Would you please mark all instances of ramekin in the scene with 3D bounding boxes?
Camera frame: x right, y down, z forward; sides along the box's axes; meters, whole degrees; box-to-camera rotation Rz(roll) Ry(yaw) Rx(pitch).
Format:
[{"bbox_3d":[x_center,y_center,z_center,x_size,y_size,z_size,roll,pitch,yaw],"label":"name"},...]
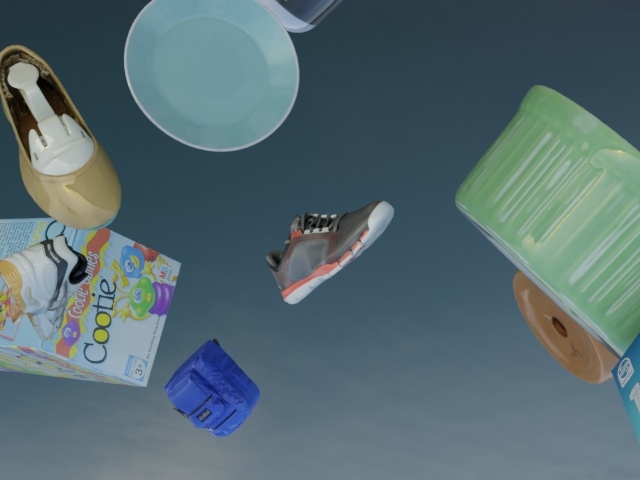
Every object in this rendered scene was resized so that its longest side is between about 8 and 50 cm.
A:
[{"bbox_3d":[0.280,-0.004,1.340,0.148,0.303,0.303,-47,141,3],"label":"ramekin"}]

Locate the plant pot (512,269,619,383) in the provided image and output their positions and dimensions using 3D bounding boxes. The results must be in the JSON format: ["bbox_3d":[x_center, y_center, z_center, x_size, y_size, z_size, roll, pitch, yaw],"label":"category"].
[{"bbox_3d":[0.418,0.070,1.889,0.203,0.291,0.291,-34,155,-14],"label":"plant pot"}]

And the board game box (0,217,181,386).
[{"bbox_3d":[-0.306,0.065,1.414,0.275,0.144,0.142,0,159,44],"label":"board game box"}]

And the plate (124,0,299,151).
[{"bbox_3d":[-0.115,-0.181,1.376,0.188,0.188,0.024,6,165,-17],"label":"plate"}]

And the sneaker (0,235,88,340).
[{"bbox_3d":[-0.121,0.021,0.595,0.037,0.032,0.083,-31,171,-12],"label":"sneaker"}]

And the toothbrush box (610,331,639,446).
[{"bbox_3d":[0.396,0.188,1.089,0.216,0.295,0.126,19,121,-15],"label":"toothbrush box"}]

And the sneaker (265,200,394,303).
[{"bbox_3d":[0.000,0.000,1.182,0.158,0.065,0.061,-39,178,39],"label":"sneaker"}]

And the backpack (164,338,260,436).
[{"bbox_3d":[-0.157,0.227,1.889,0.120,0.101,0.098,44,123,-8],"label":"backpack"}]

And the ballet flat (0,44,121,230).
[{"bbox_3d":[-0.250,-0.099,1.190,0.080,0.232,0.073,-28,139,-12],"label":"ballet flat"}]

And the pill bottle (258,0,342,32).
[{"bbox_3d":[-0.028,-0.474,2.138,0.363,0.210,0.210,-41,138,22],"label":"pill bottle"}]
